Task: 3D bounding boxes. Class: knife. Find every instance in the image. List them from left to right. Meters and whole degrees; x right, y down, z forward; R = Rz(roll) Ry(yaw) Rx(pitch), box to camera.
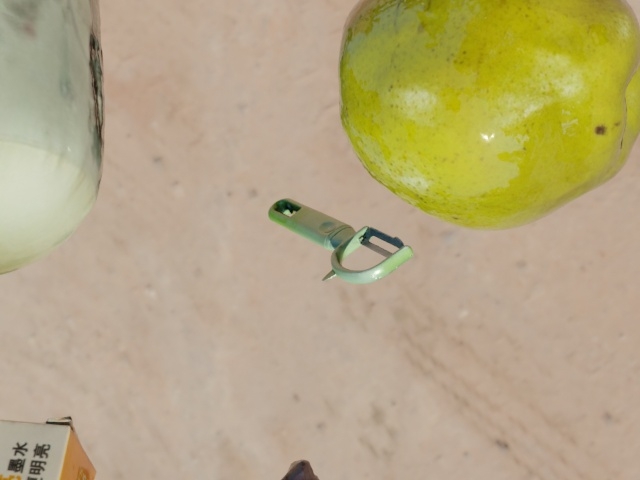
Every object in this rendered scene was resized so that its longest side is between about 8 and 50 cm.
[{"bbox_3d":[0.001,0.001,1.104,0.015,0.054,0.212,56,168,-24],"label":"knife"}]

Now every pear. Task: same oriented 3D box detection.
[{"bbox_3d":[0.108,-0.095,0.965,0.198,0.198,0.198,34,138,37],"label":"pear"}]

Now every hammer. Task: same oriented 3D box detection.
[{"bbox_3d":[-0.123,-0.129,0.473,0.305,0.113,0.202,105,157,-61],"label":"hammer"}]

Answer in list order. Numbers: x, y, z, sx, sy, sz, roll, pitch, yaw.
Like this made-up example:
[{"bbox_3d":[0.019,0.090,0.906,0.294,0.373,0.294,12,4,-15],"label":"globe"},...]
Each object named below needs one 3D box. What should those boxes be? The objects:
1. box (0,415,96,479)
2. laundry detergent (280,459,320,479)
[{"bbox_3d":[-0.292,0.258,1.078,0.220,0.274,0.091,1,146,6],"label":"box"},{"bbox_3d":[0.018,0.311,1.418,0.144,0.078,0.222,174,76,-75],"label":"laundry detergent"}]
